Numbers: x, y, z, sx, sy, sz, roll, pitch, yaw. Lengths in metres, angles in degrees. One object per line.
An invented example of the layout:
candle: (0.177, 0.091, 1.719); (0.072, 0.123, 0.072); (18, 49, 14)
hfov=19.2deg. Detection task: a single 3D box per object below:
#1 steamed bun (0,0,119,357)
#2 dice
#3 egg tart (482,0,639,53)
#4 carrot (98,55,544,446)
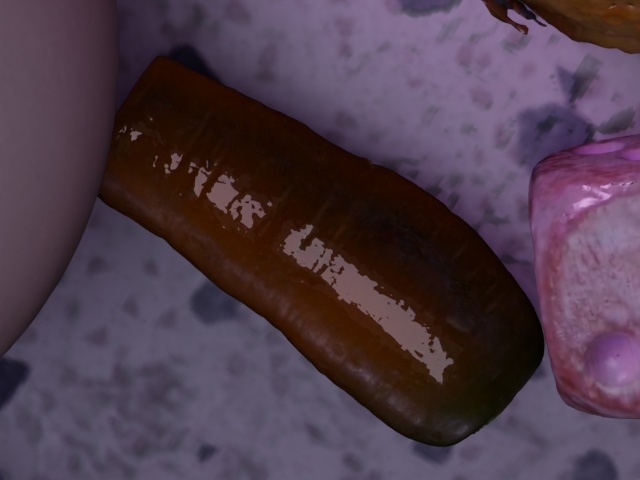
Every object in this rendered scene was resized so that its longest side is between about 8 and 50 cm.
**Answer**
steamed bun: (-0.228, -0.060, 0.645); (0.324, 0.206, 0.324); (5, 124, 8)
dice: (0.129, 0.010, 0.717); (0.091, 0.093, 0.094); (-9, 102, 11)
egg tart: (0.146, -0.195, 0.652); (0.297, 0.132, 0.297); (4, 121, 7)
carrot: (0.000, 0.000, 0.742); (0.193, 0.087, 0.087); (40, 107, 3)
